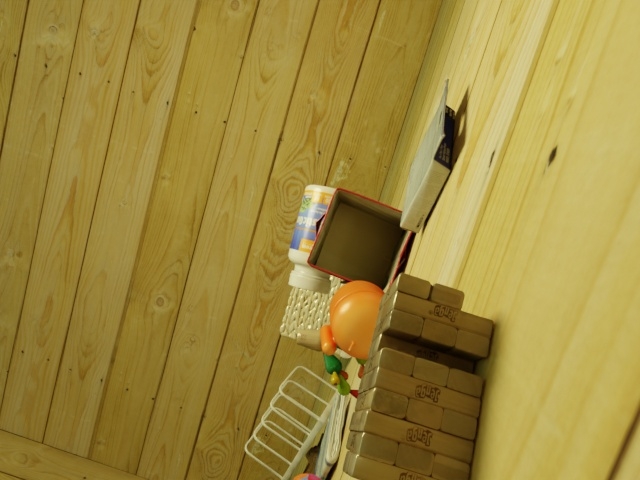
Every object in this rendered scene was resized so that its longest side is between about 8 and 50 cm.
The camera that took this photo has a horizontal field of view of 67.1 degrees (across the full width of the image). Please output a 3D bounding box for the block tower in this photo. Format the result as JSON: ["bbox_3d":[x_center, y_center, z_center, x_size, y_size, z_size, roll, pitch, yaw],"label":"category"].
[{"bbox_3d":[0.060,0.202,0.395,0.097,0.090,0.336,99,-172,-69],"label":"block tower"}]

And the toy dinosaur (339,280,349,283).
[{"bbox_3d":[0.143,0.034,1.359,0.296,0.127,0.200,84,-158,-73],"label":"toy dinosaur"}]

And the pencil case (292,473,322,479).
[{"bbox_3d":[-0.041,0.623,1.070,0.236,0.104,0.104,-44,-29,-81],"label":"pencil case"}]

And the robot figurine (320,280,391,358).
[{"bbox_3d":[0.079,0.149,0.919,0.219,0.158,0.128,-91,3,-85],"label":"robot figurine"}]

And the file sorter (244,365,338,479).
[{"bbox_3d":[-0.086,0.566,1.514,0.278,0.173,0.193,-62,-11,20],"label":"file sorter"}]

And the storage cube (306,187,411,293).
[{"bbox_3d":[0.092,0.008,1.122,0.193,0.215,0.184,59,-128,-82],"label":"storage cube"}]

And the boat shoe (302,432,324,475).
[{"bbox_3d":[-0.019,0.673,1.492,0.063,0.059,0.170,-5,-68,-87],"label":"boat shoe"}]

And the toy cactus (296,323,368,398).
[{"bbox_3d":[0.036,0.234,1.078,0.112,0.180,0.219,24,-107,-82],"label":"toy cactus"}]

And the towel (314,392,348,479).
[{"bbox_3d":[0.022,0.561,1.297,0.209,0.034,0.285,-73,-3,-51],"label":"towel"}]

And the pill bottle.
[{"bbox_3d":[0.000,0.000,1.298,0.152,0.152,0.272,72,-148,-86],"label":"pill bottle"}]

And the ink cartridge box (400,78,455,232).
[{"bbox_3d":[0.223,-0.165,0.948,0.224,0.045,0.223,106,-178,-46],"label":"ink cartridge box"}]

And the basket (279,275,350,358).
[{"bbox_3d":[0.030,0.224,1.790,0.331,0.266,0.328,50,-124,-85],"label":"basket"}]
